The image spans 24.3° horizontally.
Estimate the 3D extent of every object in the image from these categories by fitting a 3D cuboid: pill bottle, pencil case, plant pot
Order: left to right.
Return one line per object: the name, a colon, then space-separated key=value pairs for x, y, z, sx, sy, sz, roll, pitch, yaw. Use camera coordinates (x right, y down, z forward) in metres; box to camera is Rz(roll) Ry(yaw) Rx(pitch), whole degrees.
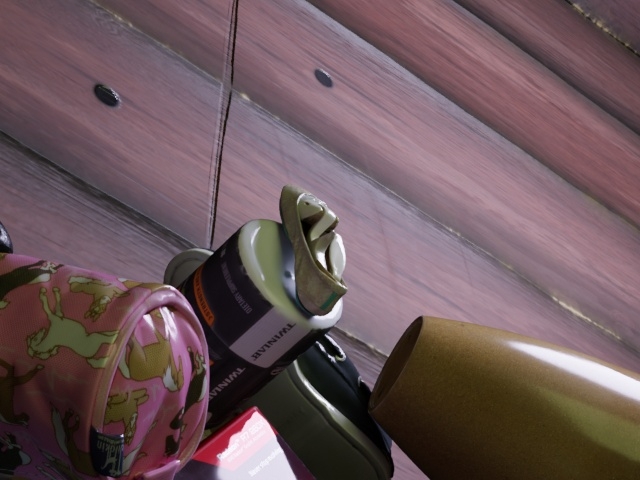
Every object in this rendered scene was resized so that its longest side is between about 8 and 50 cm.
pencil case: x=-0.282 y=0.093 z=1.136 sx=0.160 sy=0.386 sz=0.167 roll=71 pitch=35 yaw=-49
pill bottle: x=-0.102 y=0.099 z=1.448 sx=0.130 sy=0.246 sz=0.130 roll=33 pitch=32 yaw=-24
plant pot: x=0.187 y=0.191 z=1.573 sx=0.254 sy=0.237 sz=0.237 roll=29 pitch=34 yaw=-4

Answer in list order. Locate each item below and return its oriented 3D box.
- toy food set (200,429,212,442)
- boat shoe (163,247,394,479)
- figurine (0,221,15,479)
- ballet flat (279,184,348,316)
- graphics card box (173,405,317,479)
toy food set: x=-0.093 y=0.245 z=1.518 sx=0.078 sy=0.019 sz=0.122 roll=26 pitch=30 yaw=-31
boat shoe: x=-0.034 y=0.133 z=1.610 sx=0.340 sy=0.127 sz=0.113 roll=47 pitch=30 yaw=-5
figurine: x=-0.290 y=0.094 z=1.263 sx=0.215 sy=0.209 sz=0.092 roll=54 pitch=32 yaw=9
ballet flat: x=0.000 y=0.000 z=1.395 sx=0.057 sy=0.052 sz=0.168 roll=26 pitch=36 yaw=-34
graphics card box: x=-0.025 y=0.351 z=1.357 sx=0.371 sy=0.094 sz=0.233 roll=51 pitch=31 yaw=5
